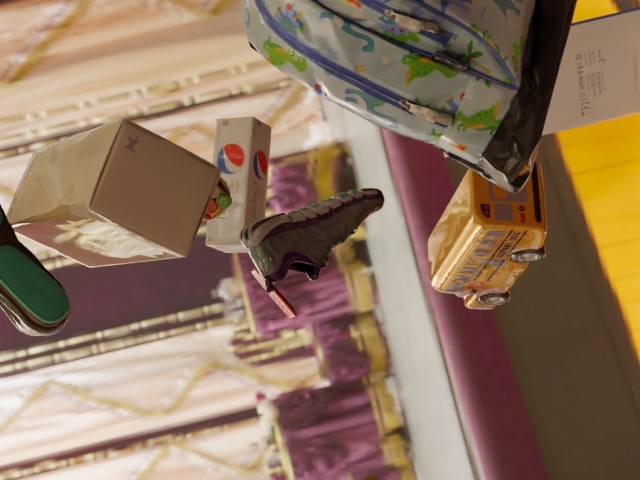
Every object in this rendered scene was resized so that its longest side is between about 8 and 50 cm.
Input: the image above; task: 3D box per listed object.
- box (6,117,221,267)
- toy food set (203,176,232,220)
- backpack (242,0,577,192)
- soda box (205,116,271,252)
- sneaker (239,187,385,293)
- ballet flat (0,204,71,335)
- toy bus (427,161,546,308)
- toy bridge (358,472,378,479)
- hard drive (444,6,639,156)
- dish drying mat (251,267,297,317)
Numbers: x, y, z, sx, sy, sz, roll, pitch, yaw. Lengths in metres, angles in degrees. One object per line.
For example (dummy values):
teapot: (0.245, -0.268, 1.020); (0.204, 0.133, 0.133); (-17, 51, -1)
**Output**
box: (-0.271, -0.052, 1.526); (0.311, 0.148, 0.121); (-7, 59, 59)
toy food set: (-0.164, -0.063, 1.655); (0.083, 0.082, 0.020); (43, -152, -18)
backpack: (0.094, -0.251, 1.314); (0.273, 0.355, 0.290); (95, -166, -50)
soda box: (-0.133, -0.091, 1.979); (0.069, 0.074, 0.216); (24, -112, -62)
sneaker: (0.000, 0.000, 1.602); (0.083, 0.223, 0.098); (-28, 82, 60)
ballet flat: (-0.434, 0.014, 1.553); (0.280, 0.095, 0.096); (55, 143, -3)
toy bus: (0.244, 0.000, 1.786); (0.333, 0.130, 0.108); (111, 159, -66)
toy bridge: (0.027, 0.342, 1.570); (0.026, 0.063, 0.188); (61, 159, 12)
hard drive: (0.324, -0.231, 1.806); (0.210, 0.318, 0.040); (65, -165, -55)
dish drying mat: (-0.063, 0.070, 1.625); (0.083, 0.008, 0.032); (49, 160, -5)
